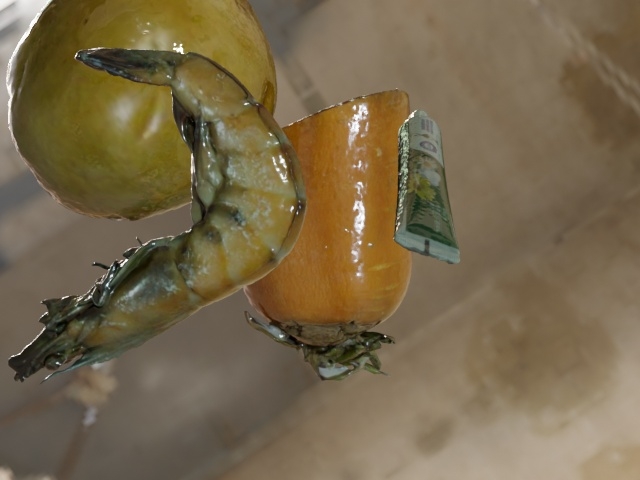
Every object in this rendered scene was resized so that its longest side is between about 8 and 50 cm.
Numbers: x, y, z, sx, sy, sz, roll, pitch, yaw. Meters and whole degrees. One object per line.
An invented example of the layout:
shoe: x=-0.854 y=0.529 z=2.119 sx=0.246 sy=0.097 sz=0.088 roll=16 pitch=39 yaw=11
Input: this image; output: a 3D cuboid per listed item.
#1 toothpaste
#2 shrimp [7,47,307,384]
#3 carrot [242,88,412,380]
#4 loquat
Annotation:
toothpaste: x=0.074 y=-0.044 z=1.260 sx=0.049 sy=0.031 sz=0.204 roll=19 pitch=29 yaw=-10
shrimp: x=-0.143 y=-0.025 z=1.197 sx=0.198 sy=0.262 sz=0.051 roll=58 pitch=16 yaw=4
carrot: x=0.000 y=0.000 z=1.913 sx=0.193 sy=0.214 sz=0.331 roll=-19 pitch=108 yaw=-55
loquat: x=-0.187 y=-0.166 z=1.791 sx=0.276 sy=0.284 sz=0.276 roll=60 pitch=7 yaw=-12
